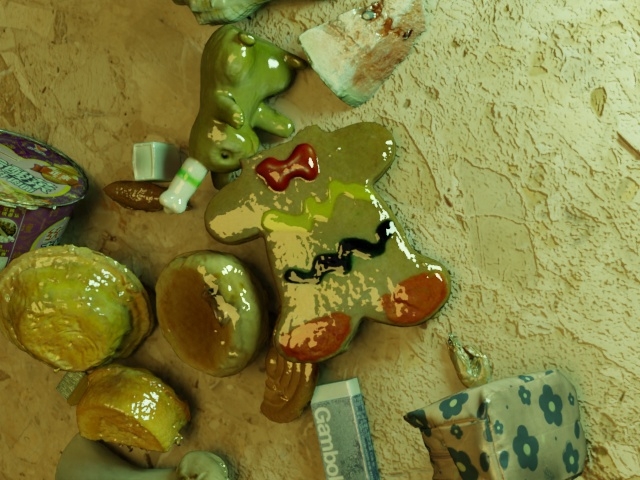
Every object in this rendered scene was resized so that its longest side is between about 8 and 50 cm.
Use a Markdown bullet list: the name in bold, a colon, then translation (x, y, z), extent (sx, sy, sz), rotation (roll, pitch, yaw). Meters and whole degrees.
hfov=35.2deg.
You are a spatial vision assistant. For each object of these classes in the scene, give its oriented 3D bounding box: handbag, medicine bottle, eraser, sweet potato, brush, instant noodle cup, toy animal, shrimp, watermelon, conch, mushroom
- **handbag**: translation (0.272, 0.311, 1.579), extent (0.193, 0.251, 0.190), rotation (-15, 83, 44)
- **medicine bottle**: translation (-0.306, -0.149, 1.942), extent (0.055, 0.118, 0.074), rotation (-4, 89, 28)
- **eraser**: translation (0.043, 0.359, 1.806), extent (0.092, 0.046, 0.212), rotation (-16, 84, 27)
- **sweet potato**: translation (-0.342, -0.085, 2.000), extent (0.206, 0.060, 0.068), rotation (10, 132, 26)
- **brush**: translation (-0.469, 0.348, 2.095), extent (0.205, 0.011, 0.083), rotation (43, 108, 20)
- **instant noodle cup**: translation (-0.667, -0.044, 2.033), extent (0.340, 0.340, 0.266), rotation (33, 113, 23)
- **toy animal**: translation (-0.158, -0.208, 1.838), extent (0.180, 0.181, 0.363), rotation (16, 97, 35)
- **shrimp**: translation (0.252, 0.201, 1.710), extent (0.059, 0.023, 0.108), rotation (-24, 79, 16)
- **watermelon**: translation (0.090, -0.353, 1.761), extent (0.241, 0.094, 0.154), rotation (-36, 82, 21)
- **conch**: translation (-0.137, -0.492, 1.821), extent (0.386, 0.203, 0.169), rotation (-11, 85, 12)
- **mushroom**: translation (-0.348, 0.484, 1.972), extent (0.397, 0.126, 0.177), rotation (1, 84, 31)

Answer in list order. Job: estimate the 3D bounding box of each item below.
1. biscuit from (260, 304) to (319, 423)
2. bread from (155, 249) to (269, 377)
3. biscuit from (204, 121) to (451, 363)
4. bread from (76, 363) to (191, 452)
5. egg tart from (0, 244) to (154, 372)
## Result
- **biscuit**: translation (-0.055, 0.236, 1.837), extent (0.144, 0.033, 0.224), rotation (24, 106, 53)
- **bread**: translation (-0.192, 0.126, 1.868), extent (0.244, 0.134, 0.244), rotation (9, 107, 34)
- **biscuit**: translation (0.000, 0.000, 1.742), extent (0.368, 0.076, 0.394), rotation (-22, 80, 4)
- **bread**: translation (-0.372, 0.319, 1.945), extent (0.229, 0.143, 0.139), rotation (5, 135, 20)
- **egg tart**: translation (-0.484, 0.153, 1.955), extent (0.319, 0.128, 0.319), rotation (-1, 122, -1)
